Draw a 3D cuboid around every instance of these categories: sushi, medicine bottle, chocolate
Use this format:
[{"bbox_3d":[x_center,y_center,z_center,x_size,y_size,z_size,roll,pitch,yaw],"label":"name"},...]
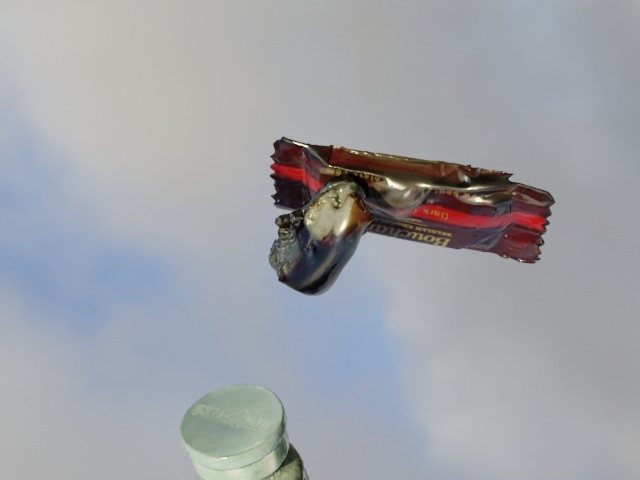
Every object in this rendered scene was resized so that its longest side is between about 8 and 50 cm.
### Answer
[{"bbox_3d":[0.000,0.000,1.243,0.044,0.083,0.046,17,-145,-33],"label":"sushi"},{"bbox_3d":[-0.018,0.149,0.909,0.051,0.051,0.191,-110,2,-53],"label":"medicine bottle"},{"bbox_3d":[0.055,-0.023,1.269,0.182,0.086,0.028,11,-124,2],"label":"chocolate"}]
